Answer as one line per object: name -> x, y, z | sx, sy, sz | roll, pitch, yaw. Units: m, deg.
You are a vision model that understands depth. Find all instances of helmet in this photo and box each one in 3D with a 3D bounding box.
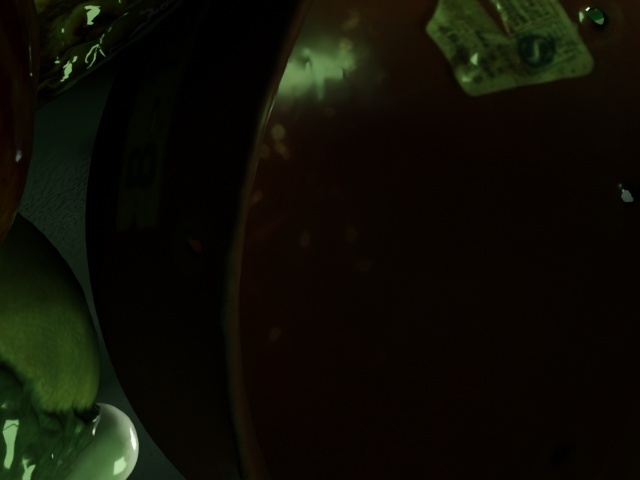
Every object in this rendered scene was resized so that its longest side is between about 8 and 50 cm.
helmet -> 0.012, -0.001, 0.795 | 0.230, 0.385, 0.337 | 4, 163, 43

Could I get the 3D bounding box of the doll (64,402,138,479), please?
doll -> -0.332, 0.281, 1.540 | 0.365, 0.187, 0.376 | -37, 160, -20

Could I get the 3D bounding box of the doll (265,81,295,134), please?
doll -> -0.022, -0.040, 1.025 | 0.252, 0.111, 0.237 | -15, 147, -44

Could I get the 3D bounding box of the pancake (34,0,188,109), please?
pancake -> -0.107, -0.113, 0.623 | 0.257, 0.056, 0.212 | -21, 161, -6

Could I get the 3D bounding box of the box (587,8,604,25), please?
box -> 0.185, -0.078, 1.370 | 0.264, 0.106, 0.337 | -24, 167, -25

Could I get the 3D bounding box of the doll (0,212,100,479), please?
doll -> -0.267, 0.103, 0.732 | 0.349, 0.247, 0.247 | -50, 168, 1

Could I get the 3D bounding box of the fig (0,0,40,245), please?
fig -> -0.158, -0.092, 0.404 | 0.145, 0.170, 0.274 | -3, 139, 6
